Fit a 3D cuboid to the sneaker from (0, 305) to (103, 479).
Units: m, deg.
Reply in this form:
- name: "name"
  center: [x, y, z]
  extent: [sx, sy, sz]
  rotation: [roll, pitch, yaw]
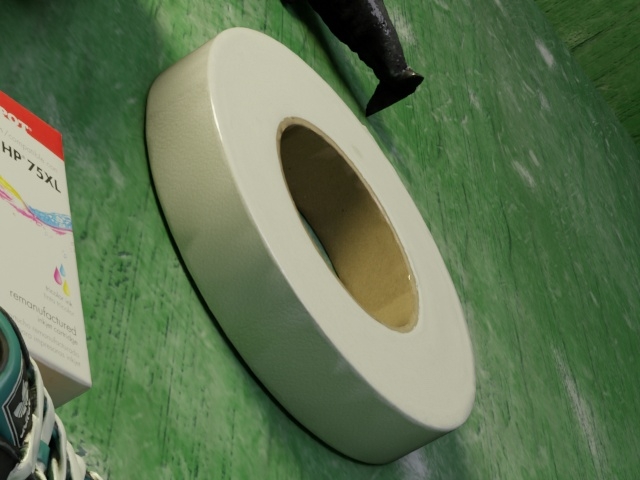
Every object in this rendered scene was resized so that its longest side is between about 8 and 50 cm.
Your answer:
- name: "sneaker"
  center: [-0.157, 0.100, 0.664]
  extent: [0.302, 0.121, 0.108]
  rotation: [41, 27, -41]

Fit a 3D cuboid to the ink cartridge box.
- name: "ink cartridge box"
  center: [-0.203, -0.022, 0.791]
  extent: [0.134, 0.078, 0.231]
  rotation: [38, 28, -45]

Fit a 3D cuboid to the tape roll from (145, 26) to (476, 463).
- name: "tape roll"
  center: [0.000, 0.000, 1.257]
  extent: [0.392, 0.072, 0.392]
  rotation: [48, 22, -27]

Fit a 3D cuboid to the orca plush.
- name: "orca plush"
  center: [-0.004, -0.270, 1.663]
  extent: [0.151, 0.102, 0.287]
  rotation: [-13, -80, 64]
